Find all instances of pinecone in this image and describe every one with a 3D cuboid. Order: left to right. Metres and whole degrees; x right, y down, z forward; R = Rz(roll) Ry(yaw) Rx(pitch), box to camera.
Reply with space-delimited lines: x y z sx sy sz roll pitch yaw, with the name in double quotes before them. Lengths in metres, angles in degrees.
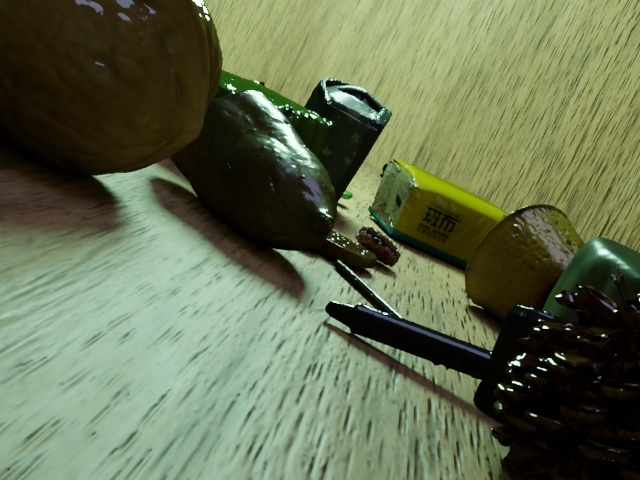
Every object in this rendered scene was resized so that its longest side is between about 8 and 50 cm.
"pinecone" 0.259 0.134 0.889 0.221 0.221 0.221 25 9 -4

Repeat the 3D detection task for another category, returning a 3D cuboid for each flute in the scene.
"flute" 0.070 0.075 1.298 0.014 0.014 0.269 21 10 -28

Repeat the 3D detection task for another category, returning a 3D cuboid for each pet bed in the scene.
"pet bed" 0.010 -0.182 1.902 0.159 0.211 0.183 32 22 1

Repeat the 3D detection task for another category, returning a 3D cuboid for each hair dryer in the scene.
"hair dryer" 0.127 0.095 1.089 0.248 0.114 0.070 21 -1 13

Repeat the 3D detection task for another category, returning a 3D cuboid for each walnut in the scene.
"walnut" -0.267 -0.221 1.196 0.332 0.333 0.333 25 9 -4

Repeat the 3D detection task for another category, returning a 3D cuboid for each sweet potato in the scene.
"sweet potato" -0.078 -0.079 1.354 0.158 0.158 0.370 18 22 -42

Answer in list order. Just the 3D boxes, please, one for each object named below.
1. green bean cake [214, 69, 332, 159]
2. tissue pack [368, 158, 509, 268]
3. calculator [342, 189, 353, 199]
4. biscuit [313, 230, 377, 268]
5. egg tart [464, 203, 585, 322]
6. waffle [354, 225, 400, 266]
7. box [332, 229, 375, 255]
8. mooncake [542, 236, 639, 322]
"green bean cake" -0.144 -0.187 1.728 0.250 0.156 0.247 29 12 35
"tissue pack" 0.248 -0.040 2.067 0.271 0.134 0.192 23 10 -19
"calculator" -0.045 -0.127 2.069 0.235 0.032 0.146 24 9 -7
"biscuit" 0.000 0.000 1.486 0.175 0.026 0.124 22 8 -26
"egg tart" 0.338 0.058 1.608 0.202 0.203 0.147 19 20 -39
"waffle" 0.087 0.009 1.611 0.075 0.029 0.083 32 -16 22
"box" 0.033 0.003 1.593 0.093 0.015 0.058 31 8 26
"mooncake" 0.460 0.149 1.411 0.351 0.187 0.351 29 15 -8
